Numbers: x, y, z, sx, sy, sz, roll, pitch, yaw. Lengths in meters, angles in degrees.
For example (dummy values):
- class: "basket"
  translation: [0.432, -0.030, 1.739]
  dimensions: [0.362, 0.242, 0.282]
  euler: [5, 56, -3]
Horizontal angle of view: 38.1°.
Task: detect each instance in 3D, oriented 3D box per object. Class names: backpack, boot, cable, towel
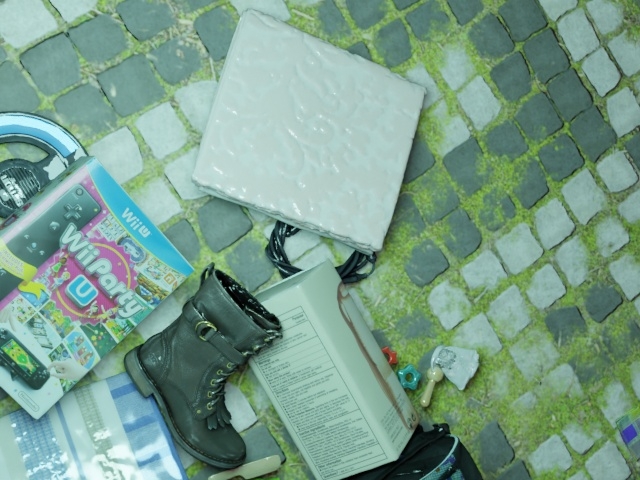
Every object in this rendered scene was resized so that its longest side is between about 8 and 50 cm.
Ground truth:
- class: "backpack"
  translation: [0.106, 0.415, 1.398]
  dimensions: [0.253, 0.225, 0.191]
  euler: [-26, 92, -24]
- class: "boot"
  translation: [-0.140, 0.187, 1.342]
  dimensions: [0.229, 0.091, 0.263]
  euler: [-38, 98, 21]
- class: "cable"
  translation: [0.000, 0.000, 1.486]
  dimensions: [0.184, 0.047, 0.151]
  euler: [-6, 88, -18]
- class: "towel"
  translation: [-0.013, -0.172, 1.470]
  dimensions: [0.332, 0.053, 0.317]
  euler: [21, 71, -16]
- class: "towel"
  translation: [0.570, 0.348, 1.672]
  dimensions: [0.060, 0.009, 0.083]
  euler: [-28, 95, -17]
- class: "towel"
  translation: [-0.353, 0.319, 1.322]
  dimensions: [0.285, 0.034, 0.209]
  euler: [-20, 68, -20]

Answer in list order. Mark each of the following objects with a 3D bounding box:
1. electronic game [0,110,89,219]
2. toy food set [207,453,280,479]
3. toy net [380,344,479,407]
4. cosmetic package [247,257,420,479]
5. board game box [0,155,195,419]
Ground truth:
- class: "electronic game"
  translation: [-0.440, -0.074, 1.343]
  dimensions: [0.229, 0.048, 0.229]
  euler: [1, 87, -19]
- class: "toy food set"
  translation: [-0.101, 0.431, 1.432]
  dimensions: [0.132, 0.038, 0.192]
  euler: [-13, 96, -12]
- class: "toy net"
  translation: [0.151, 0.218, 1.525]
  dimensions: [0.232, 0.045, 0.122]
  euler: [-21, 91, -20]
- class: "cosmetic package"
  translation: [0.006, 0.198, 1.403]
  dimensions: [0.296, 0.153, 0.129]
  euler: [62, 29, -7]
- class: "board game box"
  translation: [-0.367, 0.060, 1.304]
  dimensions: [0.303, 0.097, 0.224]
  euler: [-45, 110, -16]
